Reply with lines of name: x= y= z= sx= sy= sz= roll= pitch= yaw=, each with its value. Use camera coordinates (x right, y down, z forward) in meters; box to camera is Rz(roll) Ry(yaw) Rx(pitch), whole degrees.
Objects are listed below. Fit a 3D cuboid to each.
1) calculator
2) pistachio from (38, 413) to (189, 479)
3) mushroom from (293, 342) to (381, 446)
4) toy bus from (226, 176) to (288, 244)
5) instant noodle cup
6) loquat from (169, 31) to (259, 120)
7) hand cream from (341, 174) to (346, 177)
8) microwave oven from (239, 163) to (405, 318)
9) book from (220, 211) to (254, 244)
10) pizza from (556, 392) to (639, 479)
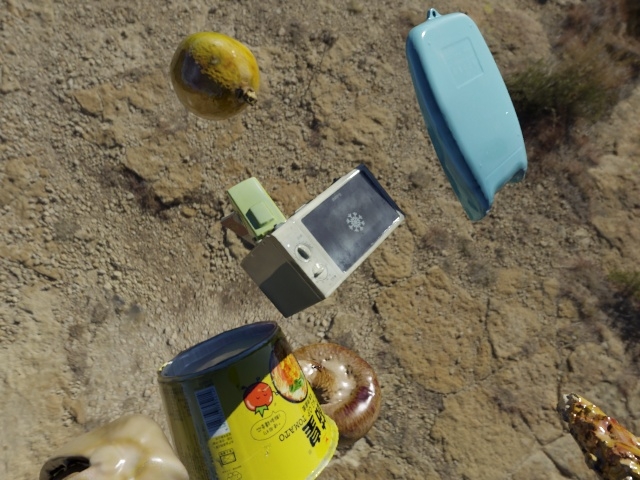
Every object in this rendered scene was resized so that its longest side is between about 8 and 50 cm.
calculator: x=0.283 y=-0.248 z=0.801 sx=0.256 sy=0.055 sz=0.385 roll=-36 pitch=105 yaw=-34
pistachio: x=-0.176 y=0.209 z=0.346 sx=0.113 sy=0.149 sz=0.113 roll=29 pitch=33 yaw=-21
mushroom: x=0.001 y=0.424 z=1.286 sx=0.335 sy=0.331 sz=0.355 roll=-25 pitch=112 yaw=-23
toy bus: x=-0.137 y=-0.053 z=0.960 sx=0.088 sy=0.101 sz=0.175 roll=-29 pitch=57 yaw=-13
instant noodle cup: x=-0.157 y=0.323 z=0.834 sx=0.326 sy=0.326 sz=0.253 roll=-22 pitch=95 yaw=-21
loquat: x=-0.240 y=-0.390 z=1.026 sx=0.246 sy=0.213 sz=0.213 roll=35 pitch=63 yaw=24
hand cream: x=0.167 y=-0.133 z=1.785 sx=0.147 sy=0.093 sz=0.305 roll=-32 pitch=102 yaw=15
microwave oven: x=0.000 y=0.000 z=0.764 sx=0.145 sy=0.194 sz=0.240 roll=51 pitch=56 yaw=-5
book: x=-0.155 y=-0.024 z=1.238 sx=0.232 sy=0.162 sz=0.022 roll=37 pitch=48 yaw=-32
pizza: x=0.726 y=0.513 z=0.980 sx=0.278 sy=0.409 sz=0.113 roll=19 pitch=105 yaw=-32
